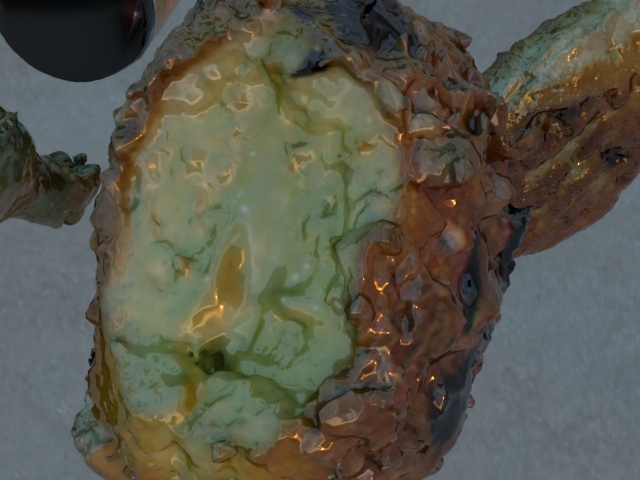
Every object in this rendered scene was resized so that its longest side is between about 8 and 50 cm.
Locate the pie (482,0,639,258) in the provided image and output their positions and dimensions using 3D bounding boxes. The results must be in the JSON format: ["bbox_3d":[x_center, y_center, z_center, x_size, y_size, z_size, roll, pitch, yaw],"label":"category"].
[{"bbox_3d":[0.208,-0.090,1.179,0.315,0.315,0.092,-33,63,-6],"label":"pie"}]

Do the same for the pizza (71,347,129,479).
[{"bbox_3d":[-0.184,0.127,1.401,0.071,0.189,0.297,-7,53,17],"label":"pizza"}]

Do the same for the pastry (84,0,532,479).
[{"bbox_3d":[0.003,0.011,0.957,0.292,0.337,0.405,5,86,19],"label":"pastry"}]

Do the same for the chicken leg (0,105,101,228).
[{"bbox_3d":[-0.355,-0.074,1.460,0.201,0.429,0.153,-41,78,9],"label":"chicken leg"}]

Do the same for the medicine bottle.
[{"bbox_3d":[-0.292,-0.417,1.833,0.242,0.243,0.395,-2,42,17],"label":"medicine bottle"}]
